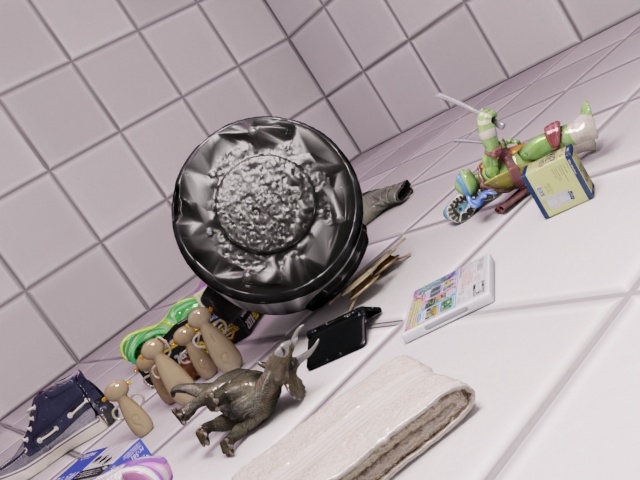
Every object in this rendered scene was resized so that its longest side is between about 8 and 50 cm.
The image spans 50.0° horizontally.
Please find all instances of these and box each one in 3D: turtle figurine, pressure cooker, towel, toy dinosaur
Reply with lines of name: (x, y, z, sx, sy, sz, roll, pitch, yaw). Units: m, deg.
turtle figurine: (0.366, -0.207, 1.299, 0.266, 0.198, 0.275, -16, 45, 16)
pressure cooker: (-0.096, -0.034, 1.432, 0.369, 0.376, 0.420, -10, -11, -3)
towel: (0.022, 0.228, 0.765, 0.282, 0.049, 0.187, -35, 10, -11)
toy dinosaur: (-0.129, 0.249, 1.078, 0.160, 0.121, 0.313, -25, -3, -41)

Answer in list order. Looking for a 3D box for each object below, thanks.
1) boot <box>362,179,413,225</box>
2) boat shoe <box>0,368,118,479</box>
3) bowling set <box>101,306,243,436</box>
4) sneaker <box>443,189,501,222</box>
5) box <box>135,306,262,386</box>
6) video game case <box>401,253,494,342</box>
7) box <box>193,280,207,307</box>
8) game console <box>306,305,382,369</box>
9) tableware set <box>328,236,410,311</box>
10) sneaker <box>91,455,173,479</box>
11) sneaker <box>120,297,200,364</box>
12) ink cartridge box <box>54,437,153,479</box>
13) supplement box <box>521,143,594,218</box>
boot: (0.162, -0.105, 1.973, 0.161, 0.083, 0.246, -19, 17, 37)
boat shoe: (-0.667, 0.448, 1.656, 0.340, 0.158, 0.127, -33, 9, 2)
bowling set: (-0.318, 0.260, 1.452, 0.287, 0.154, 0.200, -35, 9, -11)
sneaker: (0.315, -0.097, 1.430, 0.162, 0.063, 0.073, -35, 6, -11)
box: (-0.288, 0.229, 1.769, 0.322, 0.079, 0.257, -30, 11, 20)
video game case: (0.193, 0.084, 1.030, 0.143, 0.019, 0.157, -30, 10, 22)
box: (-0.234, 0.120, 2.024, 0.243, 0.117, 0.213, -33, 9, 2)
game console: (0.042, 0.164, 1.156, 0.122, 0.071, 0.107, -28, -20, 27)
tableware set: (0.107, 0.070, 1.354, 0.128, 0.039, 0.194, -42, -3, 34)
sneaker: (-0.312, 0.382, 1.013, 0.236, 0.095, 0.104, -26, 4, 15)
sneaker: (-0.453, 0.282, 2.060, 0.295, 0.109, 0.123, -34, 32, -14)
ink cartridge box: (-0.398, 0.417, 1.238, 0.207, 0.046, 0.097, -26, 10, 41)
supplement box: (0.382, -0.095, 1.104, 0.083, 0.083, 0.056, -27, 12, 30)
